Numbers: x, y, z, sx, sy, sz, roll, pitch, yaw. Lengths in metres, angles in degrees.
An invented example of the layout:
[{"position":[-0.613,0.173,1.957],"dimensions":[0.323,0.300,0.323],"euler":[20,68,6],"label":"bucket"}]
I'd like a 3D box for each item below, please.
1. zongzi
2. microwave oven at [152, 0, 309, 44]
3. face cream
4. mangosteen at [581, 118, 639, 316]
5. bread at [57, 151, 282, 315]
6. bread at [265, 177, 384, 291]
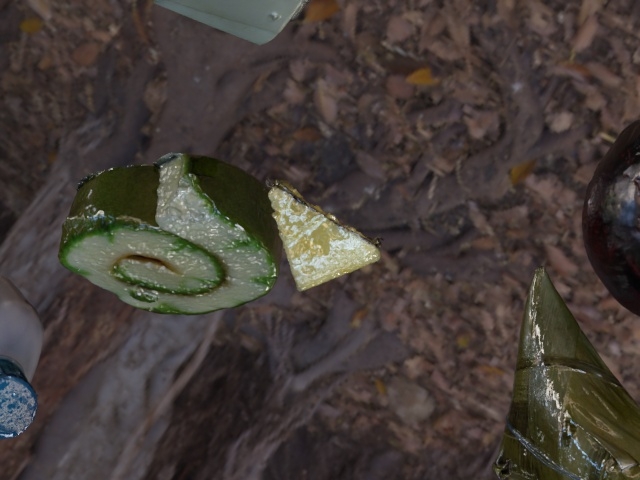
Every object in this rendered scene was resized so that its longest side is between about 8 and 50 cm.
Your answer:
[{"position":[0.327,0.182,1.175],"dimensions":[0.125,0.274,0.251],"euler":[-1,-170,-38],"label":"zongzi"},{"position":[-0.103,-0.569,1.618],"dimensions":[0.247,0.394,0.333],"euler":[13,150,-27],"label":"microwave oven"},{"position":[-0.357,0.133,1.076],"dimensions":[0.080,0.163,0.337],"euler":[34,174,-24],"label":"face cream"},{"position":[0.486,-0.036,1.292],"dimensions":[0.297,0.293,0.297],"euler":[12,117,24],"label":"mangosteen"},{"position":[-0.245,-0.003,1.705],"dimensions":[0.366,0.129,0.382],"euler":[13,146,-12],"label":"bread"},{"position":[0.000,0.000,1.442],"dimensions":[0.178,0.141,0.266],"euler":[16,-175,3],"label":"bread"}]
